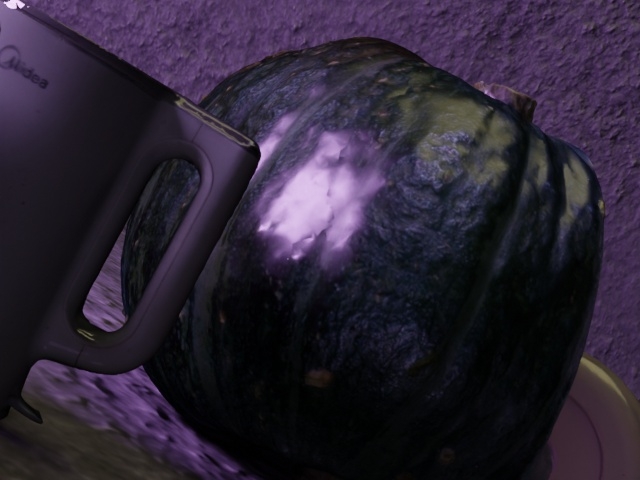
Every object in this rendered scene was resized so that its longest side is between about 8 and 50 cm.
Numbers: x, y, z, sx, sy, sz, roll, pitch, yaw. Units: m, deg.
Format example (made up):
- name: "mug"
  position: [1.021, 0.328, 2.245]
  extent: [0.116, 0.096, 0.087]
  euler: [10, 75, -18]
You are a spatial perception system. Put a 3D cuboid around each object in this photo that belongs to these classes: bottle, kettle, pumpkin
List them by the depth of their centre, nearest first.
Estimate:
- name: "kettle"
  position: [-0.119, -0.010, 0.426]
  extent: [0.127, 0.148, 0.098]
  euler: [31, -1, 31]
- name: "pumpkin"
  position: [0.000, 0.000, 0.643]
  extent: [0.197, 0.263, 0.293]
  euler: [26, -1, -27]
- name: "bottle"
  position: [0.156, 0.156, 0.740]
  extent: [0.148, 0.147, 0.236]
  euler: [30, -3, 27]
